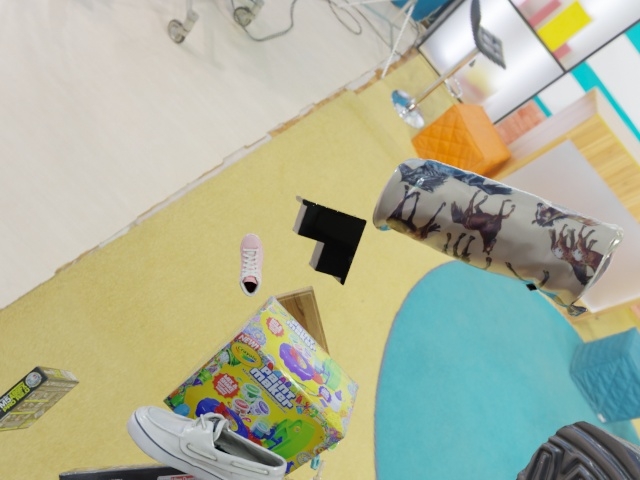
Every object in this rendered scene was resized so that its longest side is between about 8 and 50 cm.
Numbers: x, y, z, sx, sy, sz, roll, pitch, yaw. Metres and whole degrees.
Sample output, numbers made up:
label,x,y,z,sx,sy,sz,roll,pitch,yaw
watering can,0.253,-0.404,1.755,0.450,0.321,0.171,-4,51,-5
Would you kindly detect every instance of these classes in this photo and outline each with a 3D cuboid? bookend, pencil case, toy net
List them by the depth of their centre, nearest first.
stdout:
label,x,y,z,sx,sy,sz,roll,pitch,yaw
pencil case,0.299,-0.020,0.822,0.410,0.184,0.160,25,47,21
bookend,0.000,0.000,0.994,0.156,0.072,0.157,17,97,-19
toy net,-0.006,0.624,1.212,0.122,0.045,0.232,27,70,-59

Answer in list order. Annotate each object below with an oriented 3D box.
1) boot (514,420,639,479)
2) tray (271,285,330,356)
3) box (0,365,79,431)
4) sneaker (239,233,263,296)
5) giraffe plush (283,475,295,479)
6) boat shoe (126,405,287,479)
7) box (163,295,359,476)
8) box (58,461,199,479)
label,x,y,z,sx,sy,sz,roll,pitch,yaw
boot,0.365,0.418,0.526,0.445,0.367,0.146,26,22,-23
tray,-0.083,0.435,2.050,0.202,0.076,0.411,-15,97,-5
box,-0.940,0.516,1.450,0.060,0.270,0.216,44,71,8
sneaker,-0.145,0.055,0.941,0.050,0.070,0.134,2,97,-9
giraffe plush,-0.133,1.012,1.737,0.210,0.181,0.171,50,18,-64
boat shoe,-0.179,0.323,0.709,0.267,0.088,0.096,26,3,13
box,-0.123,0.333,0.974,0.290,0.279,0.177,46,21,-2
box,-0.343,0.580,0.832,0.295,0.073,0.294,-1,74,-4
